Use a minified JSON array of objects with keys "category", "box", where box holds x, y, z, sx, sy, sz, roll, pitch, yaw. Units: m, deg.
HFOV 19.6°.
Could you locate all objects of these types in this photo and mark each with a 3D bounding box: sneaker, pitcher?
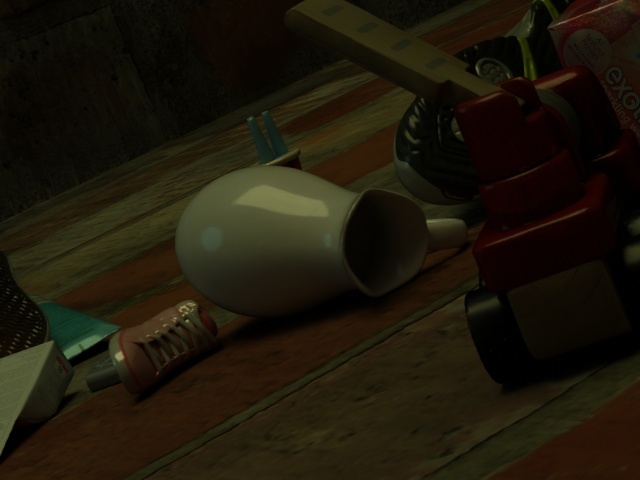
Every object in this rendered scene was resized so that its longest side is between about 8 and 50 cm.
[{"category":"sneaker","box":[-0.124,0.081,1.502,0.070,0.051,0.134,-26,4,13]},{"category":"sneaker","box":[0.180,-0.112,1.733,0.384,0.145,0.147,-37,-14,-48]},{"category":"sneaker","box":[-0.320,0.109,1.772,0.106,0.123,0.290,4,21,-15]},{"category":"pitcher","box":[0.000,0.000,1.519,0.207,0.125,0.178,-1,1,42]}]

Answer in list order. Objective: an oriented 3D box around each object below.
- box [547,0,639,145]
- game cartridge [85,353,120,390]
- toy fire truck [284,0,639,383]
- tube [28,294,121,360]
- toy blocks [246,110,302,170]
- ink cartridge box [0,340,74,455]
[{"category":"box","box":[0.298,-0.152,1.496,0.142,0.154,0.300,-19,8,22]},{"category":"game cartridge","box":[-0.169,0.105,1.597,0.056,0.017,0.083,-24,8,20]},{"category":"toy fire truck","box":[0.106,-0.059,1.116,0.158,0.246,0.217,-20,10,17]},{"category":"tube","box":[-0.260,0.090,1.824,0.080,0.052,0.207,-36,17,-16]},{"category":"toy blocks","box":[-0.060,-0.033,1.704,0.123,0.148,0.054,-27,9,-25]},{"category":"ink cartridge box","box":[-0.292,0.165,1.539,0.145,0.045,0.179,-20,28,19]}]
